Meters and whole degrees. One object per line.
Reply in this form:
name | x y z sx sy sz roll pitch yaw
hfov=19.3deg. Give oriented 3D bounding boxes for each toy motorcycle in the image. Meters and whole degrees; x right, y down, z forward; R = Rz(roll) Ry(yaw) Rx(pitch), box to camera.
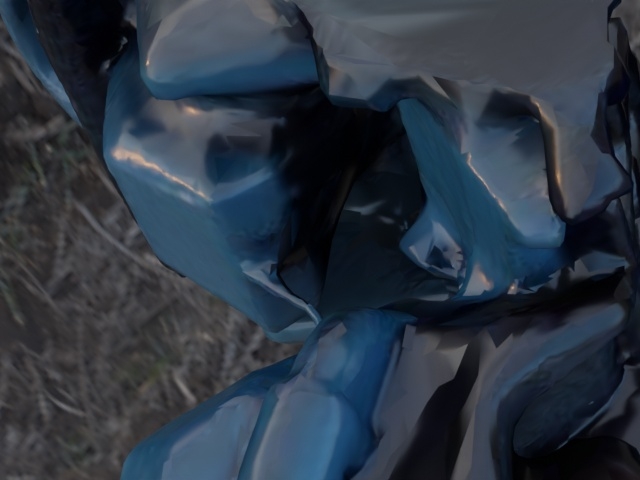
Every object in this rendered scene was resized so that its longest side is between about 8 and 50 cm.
toy motorcycle | 0.000 0.000 0.553 0.232 0.172 0.416 -8 50 14
